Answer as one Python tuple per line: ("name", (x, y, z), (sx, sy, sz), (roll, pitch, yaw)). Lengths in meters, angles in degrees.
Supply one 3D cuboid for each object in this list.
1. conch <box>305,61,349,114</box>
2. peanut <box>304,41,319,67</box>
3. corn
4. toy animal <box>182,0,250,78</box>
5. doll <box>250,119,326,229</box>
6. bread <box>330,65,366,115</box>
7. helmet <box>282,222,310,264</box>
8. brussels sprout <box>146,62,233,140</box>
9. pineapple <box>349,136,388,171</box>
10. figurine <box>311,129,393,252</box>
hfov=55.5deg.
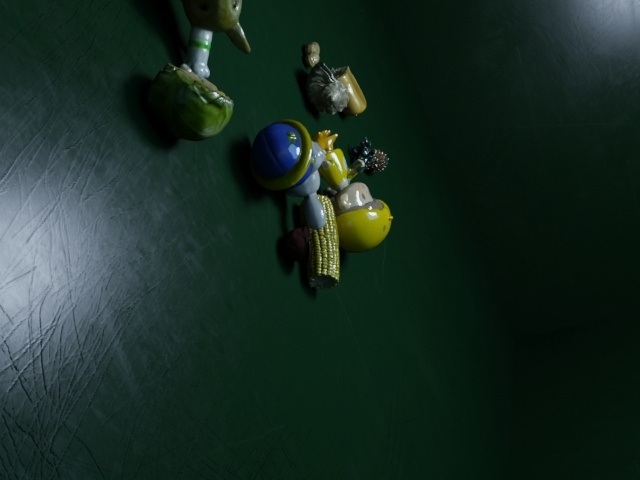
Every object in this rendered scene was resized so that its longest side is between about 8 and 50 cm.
("conch", (0.019, -0.477, 1.880), (0.207, 0.130, 0.155), (-102, -168, -57))
("peanut", (-0.028, -0.602, 1.971), (0.054, 0.054, 0.113), (46, 34, -43))
("corn", (0.000, 0.000, 1.541), (0.093, 0.094, 0.244), (31, 47, -56))
("toy animal", (-0.220, -0.527, 1.251), (0.180, 0.181, 0.362), (169, -90, -70))
("doll", (-0.068, -0.214, 1.462), (0.243, 0.160, 0.310), (27, 33, -43))
("bread", (0.087, -0.512, 2.104), (0.173, 0.085, 0.134), (58, 24, -24))
("helmet", (-0.062, 0.009, 1.445), (0.111, 0.057, 0.089), (-109, -160, -53))
("brussels sprout", (-0.252, -0.255, 1.162), (0.152, 0.122, 0.149), (40, 9, 17))
("pineapple", (0.178, -0.292, 2.132), (0.083, 0.103, 0.221), (43, 17, 21))
("figurine", (0.071, -0.132, 1.693), (0.215, 0.187, 0.343), (-17, 83, -57))
